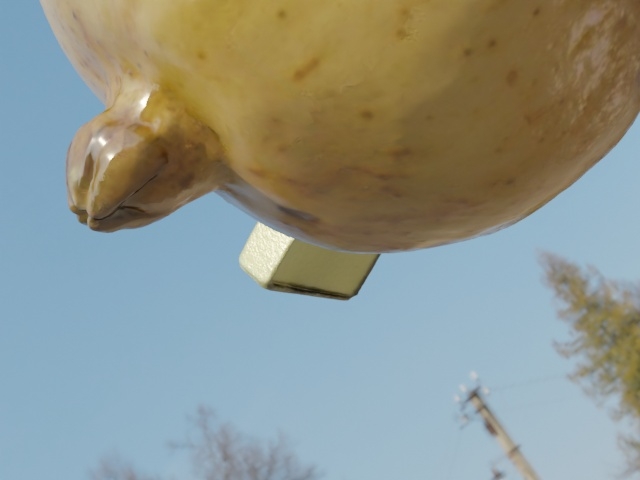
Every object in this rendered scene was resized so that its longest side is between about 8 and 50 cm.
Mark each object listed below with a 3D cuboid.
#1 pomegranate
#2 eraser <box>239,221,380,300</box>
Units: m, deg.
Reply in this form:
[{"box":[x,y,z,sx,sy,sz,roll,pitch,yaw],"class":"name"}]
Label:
[{"box":[0.004,-0.158,0.666,0.410,0.410,0.410,-27,-28,-16],"class":"pomegranate"},{"box":[0.000,0.000,1.256,0.172,0.058,0.117,12,-70,-56],"class":"eraser"}]
